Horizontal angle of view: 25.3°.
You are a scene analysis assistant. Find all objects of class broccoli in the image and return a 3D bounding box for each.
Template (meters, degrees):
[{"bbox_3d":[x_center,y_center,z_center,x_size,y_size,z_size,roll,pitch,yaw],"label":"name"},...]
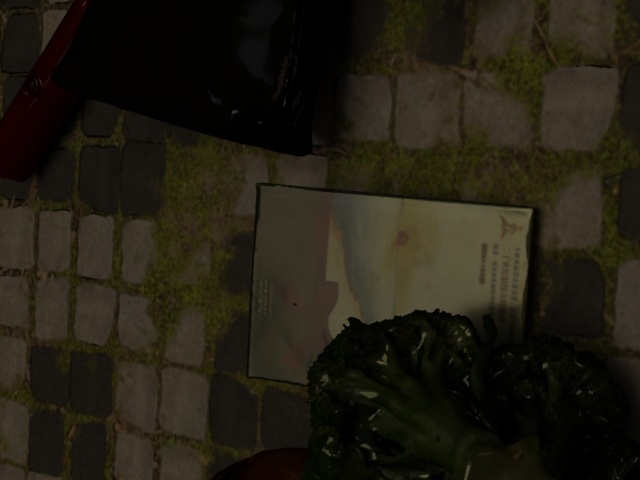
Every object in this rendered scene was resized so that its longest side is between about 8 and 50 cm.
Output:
[{"bbox_3d":[0.128,0.196,1.162,0.283,0.321,0.303,118,142,-81],"label":"broccoli"}]

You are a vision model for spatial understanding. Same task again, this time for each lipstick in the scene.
[{"bbox_3d":[-0.318,-0.188,1.717,0.279,0.073,0.073,-52,58,29],"label":"lipstick"}]

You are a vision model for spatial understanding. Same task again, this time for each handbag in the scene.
[{"bbox_3d":[-0.113,-0.256,1.485,0.342,0.152,0.288,18,91,38],"label":"handbag"}]

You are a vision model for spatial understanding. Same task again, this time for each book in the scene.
[{"bbox_3d":[0.059,0.053,1.352,0.290,0.026,0.201,5,93,26],"label":"book"}]

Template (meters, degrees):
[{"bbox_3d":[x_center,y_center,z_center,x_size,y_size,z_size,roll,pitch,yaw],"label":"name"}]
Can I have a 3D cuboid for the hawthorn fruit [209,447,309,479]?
[{"bbox_3d":[0.015,0.317,1.330,0.299,0.211,0.211,25,107,37],"label":"hawthorn fruit"}]
